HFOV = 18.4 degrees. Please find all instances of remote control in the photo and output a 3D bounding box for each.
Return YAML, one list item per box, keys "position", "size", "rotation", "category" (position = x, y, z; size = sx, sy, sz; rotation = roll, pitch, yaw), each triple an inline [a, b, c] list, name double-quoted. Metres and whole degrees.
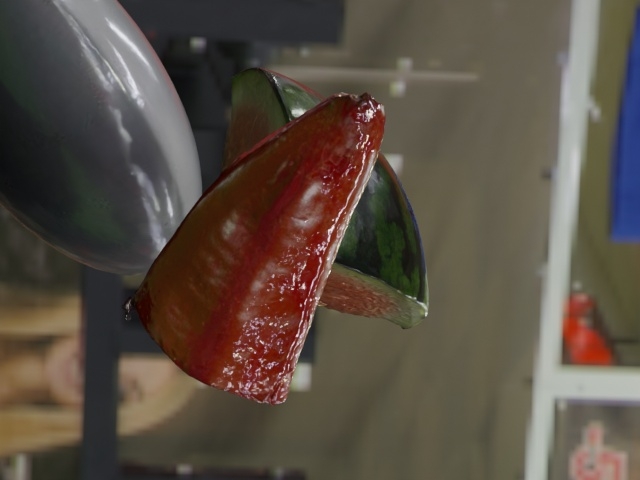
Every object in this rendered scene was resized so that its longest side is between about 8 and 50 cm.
- position: [-0.183, -0.108, 1.065]
  size: [0.332, 0.103, 0.221]
  rotation: [38, -23, 27]
  category: "remote control"

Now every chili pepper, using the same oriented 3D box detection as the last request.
- position: [-0.016, -0.006, 0.878]
  size: [0.169, 0.088, 0.065]
  rotation: [-57, 177, 39]
  category: "chili pepper"

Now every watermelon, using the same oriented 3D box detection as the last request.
- position: [0.015, -0.013, 1.202]
  size: [0.193, 0.145, 0.137]
  rotation: [-108, -143, -52]
  category: "watermelon"
